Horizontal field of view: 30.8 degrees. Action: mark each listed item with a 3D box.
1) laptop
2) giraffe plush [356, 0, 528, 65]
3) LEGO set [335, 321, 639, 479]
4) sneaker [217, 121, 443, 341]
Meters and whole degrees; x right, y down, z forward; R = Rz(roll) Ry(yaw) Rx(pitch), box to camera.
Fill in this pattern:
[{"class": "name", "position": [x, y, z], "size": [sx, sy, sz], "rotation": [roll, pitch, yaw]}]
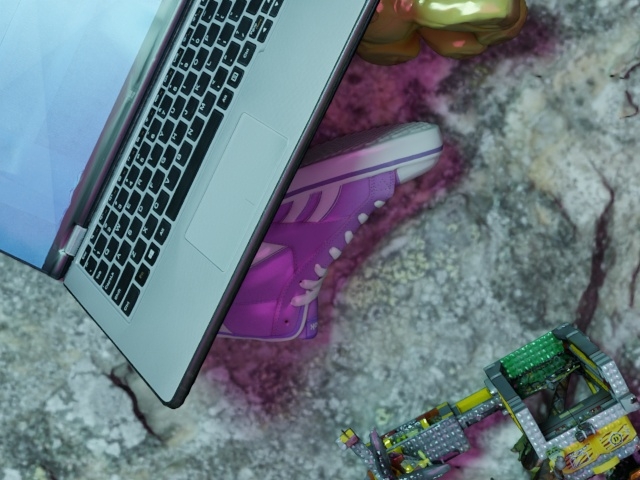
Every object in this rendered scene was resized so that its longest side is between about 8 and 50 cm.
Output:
[{"class": "laptop", "position": [-0.211, -0.138, 0.975], "size": [0.236, 0.408, 0.382], "rotation": [20, 100, -38]}, {"class": "giraffe plush", "position": [0.069, -0.254, 1.008], "size": [0.210, 0.181, 0.171], "rotation": [-3, 86, -19]}, {"class": "LEGO set", "position": [0.188, 0.234, 1.057], "size": [0.331, 0.192, 0.255], "rotation": [-21, 98, 1]}, {"class": "sneaker", "position": [0.000, 0.000, 1.073], "size": [0.282, 0.102, 0.161], "rotation": [-22, 101, 12]}]
